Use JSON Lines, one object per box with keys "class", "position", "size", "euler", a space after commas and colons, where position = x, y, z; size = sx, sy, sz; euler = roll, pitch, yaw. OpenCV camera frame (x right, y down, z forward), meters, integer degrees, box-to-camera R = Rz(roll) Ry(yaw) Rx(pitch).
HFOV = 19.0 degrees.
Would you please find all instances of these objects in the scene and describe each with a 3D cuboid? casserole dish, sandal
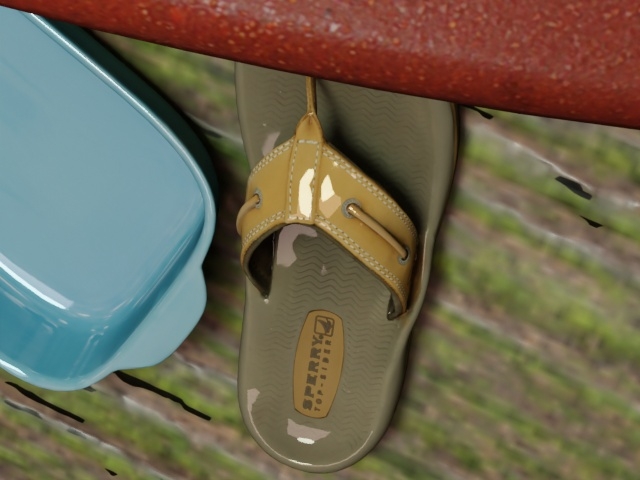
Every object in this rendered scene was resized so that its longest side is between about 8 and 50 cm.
{"class": "casserole dish", "position": [-0.110, -0.035, 0.625], "size": [0.188, 0.037, 0.114], "euler": [40, 120, 1]}
{"class": "sandal", "position": [0.000, 0.000, 0.592], "size": [0.072, 0.049, 0.180], "euler": [12, 116, 15]}

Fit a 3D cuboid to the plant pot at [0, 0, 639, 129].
{"class": "plant pot", "position": [0.066, -0.169, 0.388], "size": [0.236, 0.267, 0.267], "euler": [25, 119, -5]}
